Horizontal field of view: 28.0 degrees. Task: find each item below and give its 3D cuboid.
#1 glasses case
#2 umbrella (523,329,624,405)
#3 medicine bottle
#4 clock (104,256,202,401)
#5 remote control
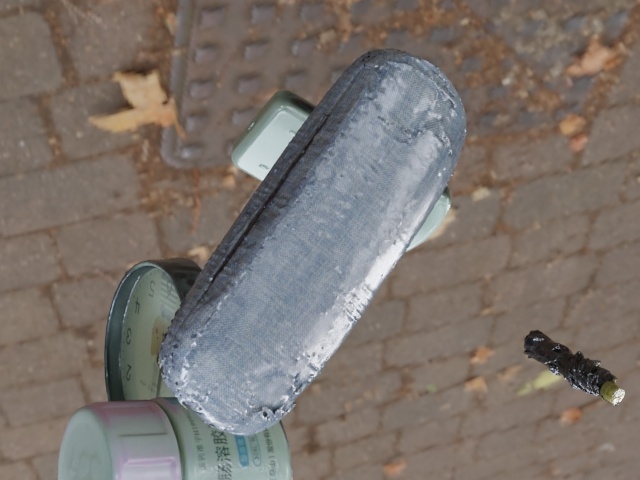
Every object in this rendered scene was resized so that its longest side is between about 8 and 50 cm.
[{"bbox_3d":[0.000,0.000,0.849,0.109,0.067,0.282,40,79,-38],"label":"glasses case"},{"bbox_3d":[0.283,0.141,1.431,0.037,0.144,0.040,12,103,-38],"label":"umbrella"},{"bbox_3d":[-0.124,0.198,1.089,0.168,0.135,0.135,3,141,-32],"label":"medicine bottle"},{"bbox_3d":[-0.174,0.129,1.405,0.049,0.226,0.226,3,141,-33],"label":"clock"},{"bbox_3d":[0.035,-0.088,1.729,0.296,0.056,0.140,28,130,-19],"label":"remote control"}]
